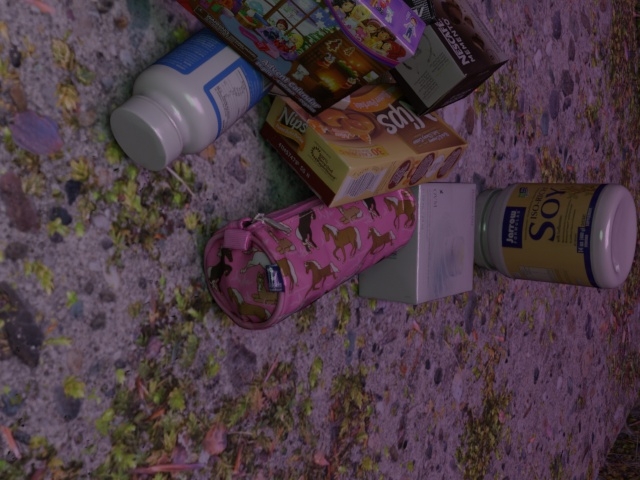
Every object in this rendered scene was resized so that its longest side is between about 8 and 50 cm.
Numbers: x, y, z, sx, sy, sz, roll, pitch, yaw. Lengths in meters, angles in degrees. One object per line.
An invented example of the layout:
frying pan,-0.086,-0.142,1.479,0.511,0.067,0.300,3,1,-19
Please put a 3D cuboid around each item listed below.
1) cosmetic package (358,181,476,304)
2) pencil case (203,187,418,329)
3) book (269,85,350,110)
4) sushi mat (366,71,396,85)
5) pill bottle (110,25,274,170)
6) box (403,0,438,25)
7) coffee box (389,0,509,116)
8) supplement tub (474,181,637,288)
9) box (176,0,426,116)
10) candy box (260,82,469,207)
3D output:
cosmetic package,0.196,-0.004,1.313,0.224,0.138,0.224,-6,99,-51
pencil case,0.000,0.000,1.066,0.386,0.167,0.160,-26,79,-46
book,-0.025,-0.259,1.013,0.144,0.035,0.096,10,61,-24
sushi mat,0.120,-0.287,1.285,0.151,0.019,0.317,24,75,-50
pill bottle,-0.165,-0.191,0.870,0.221,0.124,0.124,-49,128,-35
box,0.070,-0.406,1.053,0.045,0.190,0.184,-17,93,-70
coffee box,0.168,-0.382,1.151,0.168,0.119,0.297,-28,83,-44
supplement tub,0.547,-0.018,1.580,0.241,0.331,0.241,-7,99,-50
box,-0.050,-0.286,0.775,0.293,0.200,0.057,37,58,-23
candy box,0.081,-0.168,1.099,0.316,0.183,0.088,-16,147,-44
